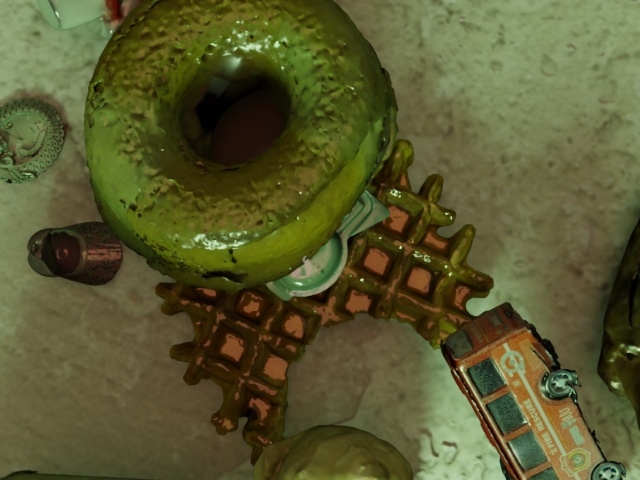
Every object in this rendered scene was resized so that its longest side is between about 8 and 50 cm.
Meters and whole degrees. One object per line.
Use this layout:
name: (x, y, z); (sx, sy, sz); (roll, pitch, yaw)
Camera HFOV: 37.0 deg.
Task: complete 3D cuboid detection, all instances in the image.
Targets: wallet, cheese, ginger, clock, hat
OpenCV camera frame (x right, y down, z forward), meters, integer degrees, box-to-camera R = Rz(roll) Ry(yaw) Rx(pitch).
wallet: (-0.093, -0.108, 0.860); (0.118, 0.039, 0.153); (-31, 62, 0)
cheese: (0.000, 0.000, 0.822); (0.067, 0.026, 0.121); (43, 86, 4)
ginger: (0.327, 0.039, 0.853); (0.133, 0.107, 0.309); (22, 82, 33)
ginger: (0.042, 0.212, 0.793); (0.122, 0.193, 0.115); (-9, 70, 40)
clock: (-0.277, -0.094, 0.889); (0.083, 0.010, 0.074); (-43, 88, -6)
hat: (-0.227, 0.012, 0.873); (0.087, 0.042, 0.058); (-4, 94, -36)

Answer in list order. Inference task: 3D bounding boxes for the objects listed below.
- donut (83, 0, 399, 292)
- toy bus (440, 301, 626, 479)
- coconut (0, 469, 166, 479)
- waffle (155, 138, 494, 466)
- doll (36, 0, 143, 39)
donut: (-0.069, -0.097, 0.765); (0.272, 0.107, 0.272); (0, 83, 1)
toy bus: (0.191, 0.166, 0.827); (0.096, 0.073, 0.235); (-27, 109, 4)
coconut: (-0.189, 0.323, 0.726); (0.322, 0.323, 0.323); (0, 85, -3)
waffle: (-0.004, 0.035, 0.865); (0.292, 0.069, 0.260); (-25, 83, -3)
doll: (-0.121, -0.281, 0.850); (0.290, 0.130, 0.161); (-30, 109, -19)
